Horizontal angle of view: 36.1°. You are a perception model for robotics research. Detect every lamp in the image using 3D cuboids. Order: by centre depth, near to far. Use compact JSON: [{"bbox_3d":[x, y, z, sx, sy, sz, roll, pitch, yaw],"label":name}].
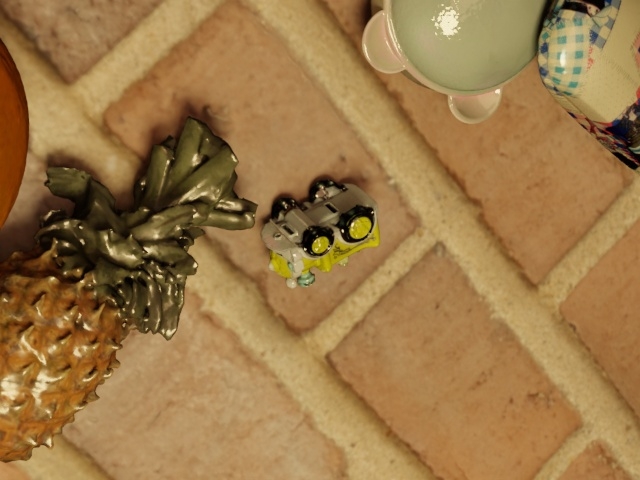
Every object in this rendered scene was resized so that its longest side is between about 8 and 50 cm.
[{"bbox_3d":[0.149,-0.242,0.900,0.179,0.108,0.246,26,89,-30],"label":"lamp"}]

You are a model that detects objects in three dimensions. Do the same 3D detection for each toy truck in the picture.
[{"bbox_3d":[0.000,0.000,0.910,0.111,0.076,0.077,-27,130,-16],"label":"toy truck"}]

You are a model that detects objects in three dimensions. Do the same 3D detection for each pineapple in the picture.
[{"bbox_3d":[-0.189,0.026,0.801,0.170,0.141,0.310,45,73,1],"label":"pineapple"}]

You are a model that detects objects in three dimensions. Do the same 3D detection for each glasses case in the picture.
[{"bbox_3d":[0.316,-0.152,0.971,0.327,0.076,0.125,27,88,-44],"label":"glasses case"}]

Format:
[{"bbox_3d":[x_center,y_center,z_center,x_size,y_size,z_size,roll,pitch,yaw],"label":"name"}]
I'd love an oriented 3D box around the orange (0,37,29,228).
[{"bbox_3d":[-0.331,-0.060,0.654,0.274,0.310,0.274,1,112,2],"label":"orange"}]
